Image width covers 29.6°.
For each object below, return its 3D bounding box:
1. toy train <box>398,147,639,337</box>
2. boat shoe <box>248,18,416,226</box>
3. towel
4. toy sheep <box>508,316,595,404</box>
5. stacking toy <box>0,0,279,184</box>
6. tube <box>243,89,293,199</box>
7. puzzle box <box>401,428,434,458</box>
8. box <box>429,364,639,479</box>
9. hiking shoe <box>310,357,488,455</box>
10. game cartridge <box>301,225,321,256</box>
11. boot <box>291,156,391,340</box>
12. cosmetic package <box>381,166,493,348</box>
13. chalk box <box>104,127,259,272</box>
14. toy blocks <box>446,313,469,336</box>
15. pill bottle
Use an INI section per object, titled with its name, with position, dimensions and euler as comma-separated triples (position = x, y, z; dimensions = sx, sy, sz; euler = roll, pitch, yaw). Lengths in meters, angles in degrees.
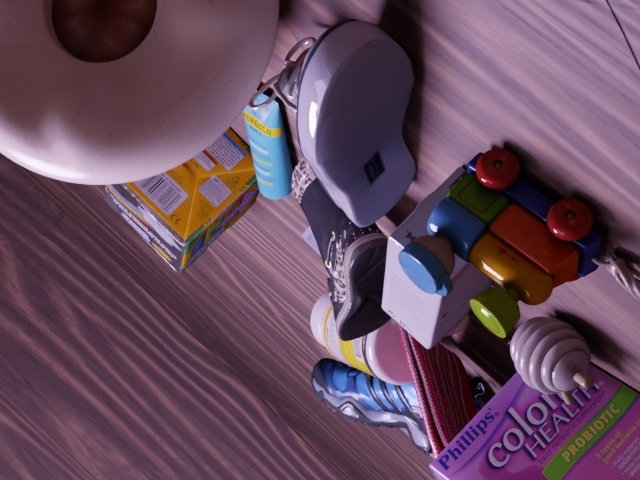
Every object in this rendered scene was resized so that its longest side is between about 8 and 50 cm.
[toy train]
position = 0.203, 0.037, 1.133
dimensions = 0.248, 0.143, 0.105
euler = 39, 164, 25
[boat shoe]
position = 0.008, -0.146, 1.249
dimensions = 0.156, 0.136, 0.367
euler = 44, 175, 19
[towel]
position = 0.167, 0.214, 1.567
dimensions = 0.275, 0.031, 0.199
euler = 40, -147, -67
[toy sheep]
position = 0.258, 0.131, 1.338
dimensions = 0.132, 0.091, 0.091
euler = 31, 159, 54
[stacking toy]
position = -0.188, -0.209, 1.385
dimensions = 0.350, 0.350, 0.480
euler = 44, -179, 10
[tube]
position = -0.071, -0.136, 1.619
dimensions = 0.080, 0.052, 0.207
euler = 31, 154, 25
[puzzle box]
position = 0.244, 0.341, 1.974
dimensions = 0.409, 0.052, 0.272
euler = 41, 163, 18
[box]
position = 0.289, 0.268, 1.359
dimensions = 0.243, 0.213, 0.117
euler = 33, 161, 41
[hiking shoe]
position = 0.121, 0.220, 1.833
dimensions = 0.304, 0.132, 0.113
euler = 19, -164, 32
[game cartridge]
position = 0.000, 0.000, 1.825
dimensions = 0.056, 0.017, 0.083
euler = 50, 165, 1
[boot]
position = 0.029, 0.008, 1.545
dimensions = 0.236, 0.085, 0.178
euler = 93, 154, -58
[cosmetic package]
position = 0.137, 0.026, 1.338
dimensions = 0.085, 0.117, 0.231
euler = 42, 166, 14
[chalk box]
position = -0.217, -0.081, 1.895
dimensions = 0.180, 0.179, 0.289
euler = 45, 166, 2
[toy blocks]
position = 0.116, 0.047, 1.561
dimensions = 0.123, 0.054, 0.148
euler = 23, 153, 54
[pill bottle]
position = 0.074, 0.132, 1.766
dimensions = 0.119, 0.119, 0.208
euler = 53, 164, -23
